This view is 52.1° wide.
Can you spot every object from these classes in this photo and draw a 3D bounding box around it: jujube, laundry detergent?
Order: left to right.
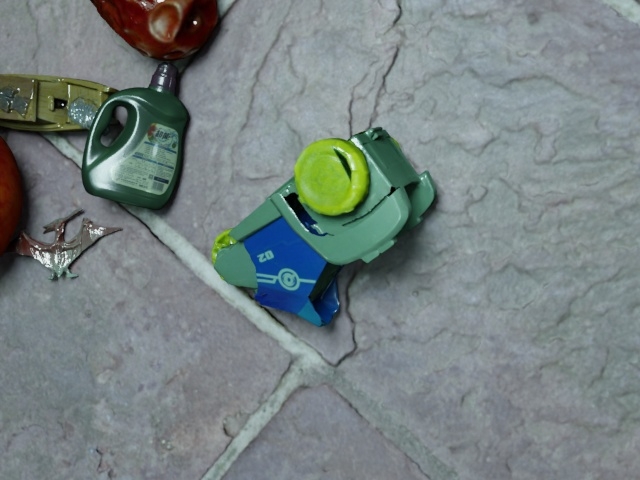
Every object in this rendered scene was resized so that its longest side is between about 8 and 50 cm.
[{"bbox_3d":[-0.272,-0.164,0.988,0.144,0.078,0.221,13,93,-29],"label":"laundry detergent"},{"bbox_3d":[-0.259,-0.372,0.968,0.155,0.155,0.230,-47,71,10],"label":"jujube"}]

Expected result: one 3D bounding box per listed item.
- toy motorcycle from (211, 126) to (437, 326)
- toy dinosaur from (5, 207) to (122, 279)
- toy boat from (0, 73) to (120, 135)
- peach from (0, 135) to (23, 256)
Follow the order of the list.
[{"bbox_3d":[0.000,0.000,0.908,0.326,0.191,0.200,-39,86,26],"label":"toy motorcycle"},{"bbox_3d":[-0.425,0.009,1.069,0.220,0.032,0.108,-9,85,4],"label":"toy dinosaur"},{"bbox_3d":[-0.469,-0.219,1.031,0.321,0.121,0.089,7,99,12],"label":"toy boat"},{"bbox_3d":[-0.583,-0.066,1.000,0.238,0.281,0.281,-26,83,-32],"label":"peach"}]
